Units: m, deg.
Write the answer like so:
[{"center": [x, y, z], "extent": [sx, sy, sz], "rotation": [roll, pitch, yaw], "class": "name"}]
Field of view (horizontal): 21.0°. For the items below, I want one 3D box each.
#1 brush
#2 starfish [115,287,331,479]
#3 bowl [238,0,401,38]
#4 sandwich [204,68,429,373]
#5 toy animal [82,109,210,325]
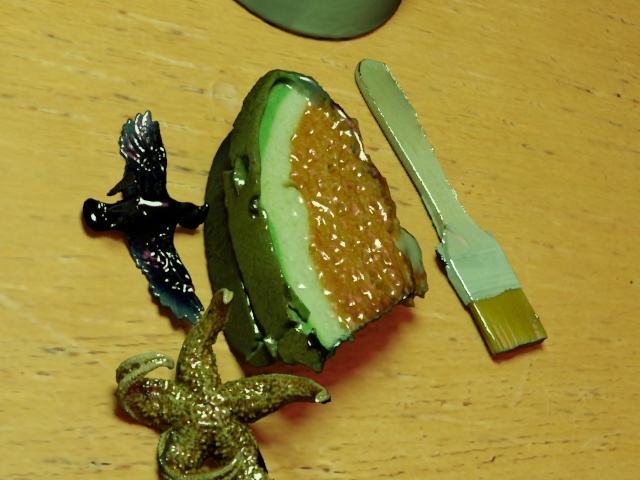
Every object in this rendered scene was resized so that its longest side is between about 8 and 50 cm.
[{"center": [0.119, -0.039, 1.705], "extent": [0.085, 0.020, 0.336], "rotation": [-13, 69, -38], "class": "brush"}, {"center": [-0.071, 0.144, 1.403], "extent": [0.146, 0.074, 0.190], "rotation": [-30, 81, -17], "class": "starfish"}, {"center": [0.003, -0.363, 1.748], "extent": [0.289, 0.146, 0.289], "rotation": [18, 53, -25], "class": "bowl"}, {"center": [-0.010, -0.009, 1.545], "extent": [0.212, 0.109, 0.292], "rotation": [-6, 68, -44], "class": "sandwich"}, {"center": [-0.148, -0.024, 1.498], "extent": [0.108, 0.062, 0.220], "rotation": [13, 52, -50], "class": "toy animal"}]
